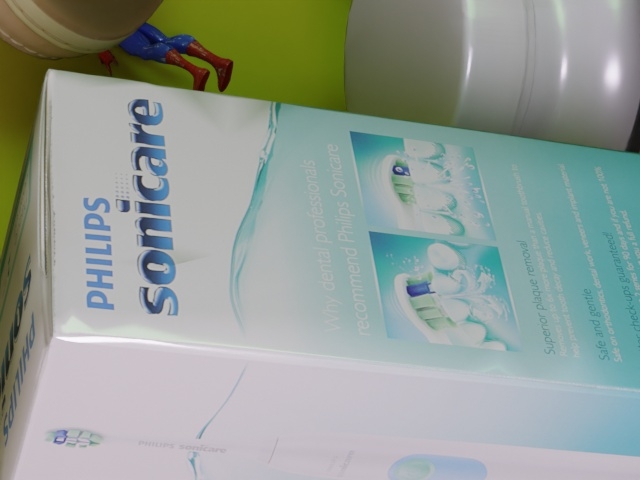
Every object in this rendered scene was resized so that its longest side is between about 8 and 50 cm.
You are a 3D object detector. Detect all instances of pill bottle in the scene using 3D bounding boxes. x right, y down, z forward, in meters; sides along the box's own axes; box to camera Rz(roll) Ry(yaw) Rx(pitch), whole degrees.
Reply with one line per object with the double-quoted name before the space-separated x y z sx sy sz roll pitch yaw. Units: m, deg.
"pill bottle" 0.163 -0.087 0.921 0.278 0.162 0.162 1 47 -24

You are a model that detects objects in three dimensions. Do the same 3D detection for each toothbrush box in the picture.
"toothbrush box" 0.022 0.073 0.670 0.295 0.216 0.126 5 45 -16

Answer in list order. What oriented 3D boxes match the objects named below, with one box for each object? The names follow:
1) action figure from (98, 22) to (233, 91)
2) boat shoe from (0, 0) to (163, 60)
"action figure" -0.101 -0.107 0.934 0.115 0.030 0.038 34 38 19
"boat shoe" -0.149 -0.196 0.948 0.121 0.110 0.341 40 29 -32
